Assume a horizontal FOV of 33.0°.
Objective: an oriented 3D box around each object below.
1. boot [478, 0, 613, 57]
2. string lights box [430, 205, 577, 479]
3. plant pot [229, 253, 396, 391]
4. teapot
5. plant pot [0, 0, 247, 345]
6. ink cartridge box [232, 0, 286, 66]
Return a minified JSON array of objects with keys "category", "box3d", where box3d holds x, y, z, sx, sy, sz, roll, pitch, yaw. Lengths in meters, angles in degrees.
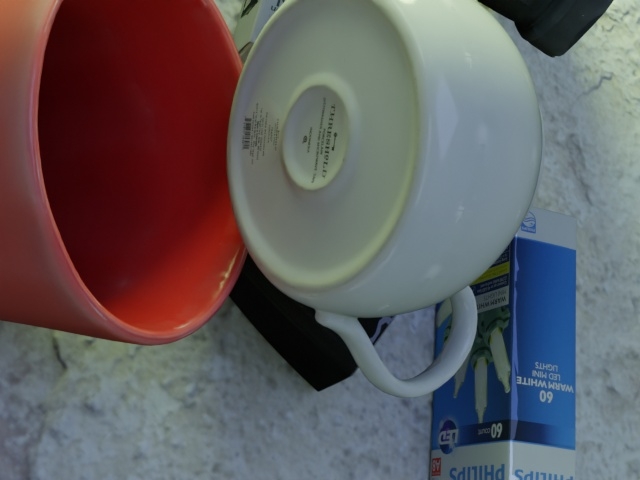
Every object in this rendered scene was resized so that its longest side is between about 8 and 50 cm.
[{"category":"boot","box3d":[0.062,-0.382,1.007,0.445,0.367,0.146,33,109,-12]},{"category":"string lights box","box3d":[0.172,0.109,1.016,0.076,0.133,0.260,12,71,-24]},{"category":"plant pot","box3d":[0.000,0.000,0.930,0.167,0.188,0.187,37,75,1]},{"category":"teapot","box3d":[0.066,-0.058,0.763,0.187,0.256,0.252,4,48,-40]},{"category":"plant pot","box3d":[-0.213,-0.059,0.772,0.275,0.243,0.275,-3,90,-65]},{"category":"ink cartridge box","box3d":[-0.005,-0.226,1.053,0.127,0.072,0.175,21,68,-20]}]
